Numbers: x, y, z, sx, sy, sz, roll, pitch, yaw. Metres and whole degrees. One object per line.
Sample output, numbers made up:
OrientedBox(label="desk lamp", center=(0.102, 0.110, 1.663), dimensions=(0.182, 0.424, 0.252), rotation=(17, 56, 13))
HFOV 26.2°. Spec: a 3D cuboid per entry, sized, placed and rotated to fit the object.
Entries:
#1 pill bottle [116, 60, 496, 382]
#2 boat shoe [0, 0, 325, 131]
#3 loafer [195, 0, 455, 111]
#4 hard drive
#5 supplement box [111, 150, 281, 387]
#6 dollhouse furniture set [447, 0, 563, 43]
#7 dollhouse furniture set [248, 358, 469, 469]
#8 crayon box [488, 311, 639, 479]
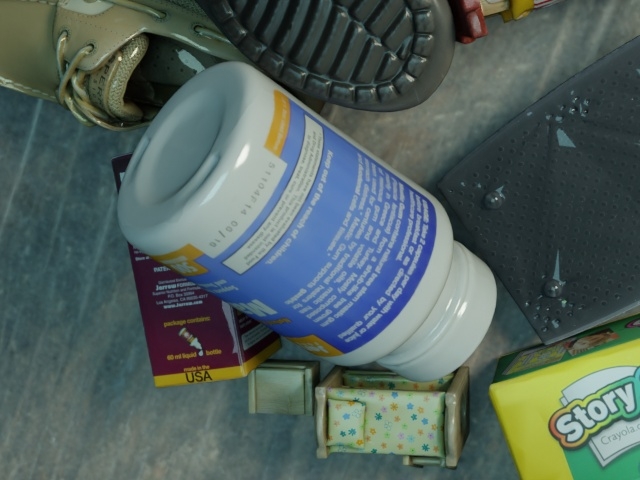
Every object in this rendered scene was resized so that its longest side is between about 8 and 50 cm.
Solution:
OrientedBox(label="pill bottle", center=(0.000, 0.000, 1.009), dimensions=(0.272, 0.152, 0.152), rotation=(34, 107, -31))
OrientedBox(label="boat shoe", center=(-0.158, -0.149, 1.074), dimensions=(0.341, 0.110, 0.121), rotation=(5, 128, 11))
OrientedBox(label="loafer", center=(-0.043, -0.227, 1.000), dimensions=(0.366, 0.130, 0.134), rotation=(39, 113, 15))
OrientedBox(label="hard drive", center=(0.232, -0.048, 1.026), dimensions=(0.255, 0.054, 0.172), rotation=(-35, 90, 29))
OrientedBox(label="supplement box", center=(-0.098, 0.013, 1.107), dimensions=(0.081, 0.104, 0.188), rotation=(-9, 96, 15))
OrientedBox(label="dollhouse furniture set", center=(0.136, -0.338, 0.951), dimensions=(0.201, 0.152, 0.374), rotation=(-18, 96, 1))
OrientedBox(label="dollhouse furniture set", center=(0.025, 0.187, 1.107), dimensions=(0.182, 0.101, 0.161), rotation=(1, 98, 13))
OrientedBox(label="crayon box", center=(0.350, 0.189, 1.032), dimensions=(0.363, 0.106, 0.313), rotation=(-19, 92, 14))
